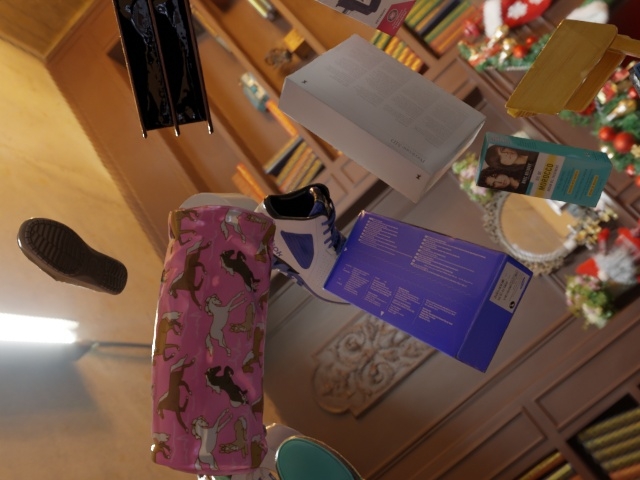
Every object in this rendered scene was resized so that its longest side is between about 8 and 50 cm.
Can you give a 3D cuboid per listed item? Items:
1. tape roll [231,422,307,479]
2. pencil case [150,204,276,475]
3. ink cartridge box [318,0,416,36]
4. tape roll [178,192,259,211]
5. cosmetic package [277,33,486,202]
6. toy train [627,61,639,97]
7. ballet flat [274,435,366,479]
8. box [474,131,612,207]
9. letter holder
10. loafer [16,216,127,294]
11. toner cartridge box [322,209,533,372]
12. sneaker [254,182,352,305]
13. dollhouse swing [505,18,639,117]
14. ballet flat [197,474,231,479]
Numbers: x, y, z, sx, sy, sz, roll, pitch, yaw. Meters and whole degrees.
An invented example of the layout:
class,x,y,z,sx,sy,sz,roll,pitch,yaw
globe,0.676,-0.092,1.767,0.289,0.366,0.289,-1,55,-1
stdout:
class,x,y,z,sx,sy,sz,roll,pitch,yaw
tape roll,-0.082,0.475,1.277,0.219,0.219,0.072,47,-142,1
pencil case,-0.151,0.135,0.934,0.167,0.160,0.386,37,-127,-73
ink cartridge box,0.088,-0.536,1.267,0.237,0.172,0.100,9,-143,-38
tape roll,-0.299,-0.023,1.933,0.246,0.246,0.169,50,-158,15
cosmetic package,0.140,-0.283,1.419,0.377,0.097,0.284,36,-133,12
toy train,0.589,-0.236,1.047,0.184,0.105,0.080,62,-158,1
ballet flat,0.064,0.460,1.080,0.348,0.123,0.123,26,178,35
box,0.443,-0.142,1.284,0.244,0.101,0.060,11,-148,4
letter holder,-0.323,-0.367,1.312,0.214,0.152,0.302,-129,29,-65
loafer,-0.519,0.044,1.313,0.268,0.092,0.102,46,-134,-47
toner cartridge box,0.154,0.066,1.030,0.075,0.165,0.348,31,176,-34
sneaker,-0.001,-0.001,1.242,0.315,0.182,0.127,25,-141,-17
dollhouse swing,0.683,-0.357,1.511,0.305,0.315,0.347,39,-152,17
ballet flat,-0.191,0.432,1.129,0.074,0.074,0.203,44,169,-11
